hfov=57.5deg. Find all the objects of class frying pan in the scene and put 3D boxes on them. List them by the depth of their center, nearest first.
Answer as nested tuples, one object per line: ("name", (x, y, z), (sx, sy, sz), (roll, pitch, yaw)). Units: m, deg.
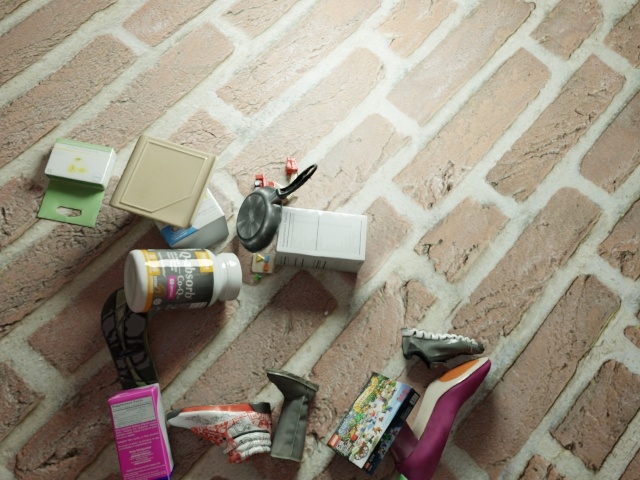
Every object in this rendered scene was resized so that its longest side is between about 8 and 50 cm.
("frying pan", (-0.133, -0.077, 1.594), (0.053, 0.326, 0.197), (16, 65, -39))

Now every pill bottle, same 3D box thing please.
("pill bottle", (-0.360, 0.101, 1.534), (0.278, 0.162, 0.162), (-1, 70, -32))

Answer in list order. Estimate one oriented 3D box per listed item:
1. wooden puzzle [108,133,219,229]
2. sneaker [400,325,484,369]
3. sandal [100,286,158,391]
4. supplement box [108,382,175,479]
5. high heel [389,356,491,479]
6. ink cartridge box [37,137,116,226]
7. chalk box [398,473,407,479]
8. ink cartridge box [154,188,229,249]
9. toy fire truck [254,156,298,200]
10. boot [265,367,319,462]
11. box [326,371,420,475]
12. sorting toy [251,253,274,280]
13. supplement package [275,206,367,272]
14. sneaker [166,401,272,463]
("wooden puzzle", (-0.410, -0.154, 1.543), (0.238, 0.044, 0.221), (16, 72, 7))
("sneaker", (0.331, 0.307, 1.612), (0.234, 0.078, 0.106), (9, 74, 2))
("sandal", (-0.506, 0.273, 1.551), (0.120, 0.086, 0.303), (-10, 87, -14))
("supplement box", (-0.440, 0.479, 1.443), (0.113, 0.111, 0.220), (-10, 86, -8))
("high heel", (0.339, 0.475, 1.549), (0.377, 0.127, 0.181), (-34, 93, -12))
("ink cartridge box", (-0.710, -0.170, 1.693), (0.171, 0.056, 0.235), (11, 69, -2))
("chalk box", (0.184, 0.684, 1.422), (0.132, 0.132, 0.213), (5, 81, -3))
("ink cartridge box", (-0.390, -0.095, 1.633), (0.171, 0.168, 0.233), (-31, 76, -13))
("toy fire truck", (-0.129, -0.150, 1.737), (0.135, 0.047, 0.192), (-4, 72, -6))
("boot", (-0.093, 0.449, 1.500), (0.189, 0.076, 0.209), (31, 71, -30))
("box", (0.134, 0.462, 1.499), (0.044, 0.159, 0.233), (46, 70, -27))
("sorting toy", (-0.166, 0.077, 1.677), (0.062, 0.012, 0.083), (6, 71, -3))
("supplement package", (0.000, 0.000, 1.652), (0.244, 0.134, 0.139), (7, 71, -3))
("sneaker", (-0.256, 0.496, 1.488), (0.269, 0.090, 0.145), (-2, 69, -8))
